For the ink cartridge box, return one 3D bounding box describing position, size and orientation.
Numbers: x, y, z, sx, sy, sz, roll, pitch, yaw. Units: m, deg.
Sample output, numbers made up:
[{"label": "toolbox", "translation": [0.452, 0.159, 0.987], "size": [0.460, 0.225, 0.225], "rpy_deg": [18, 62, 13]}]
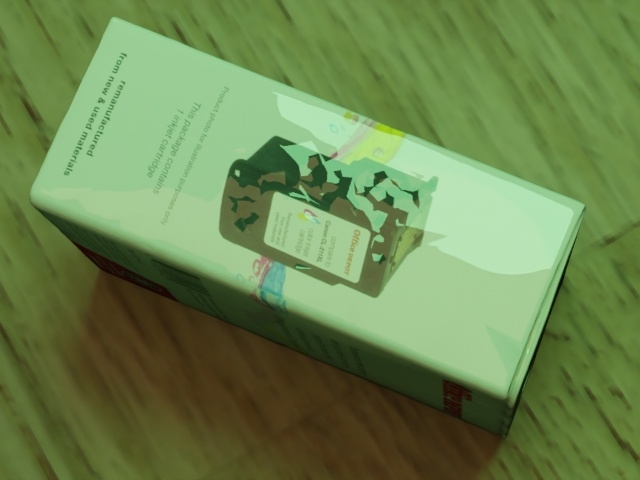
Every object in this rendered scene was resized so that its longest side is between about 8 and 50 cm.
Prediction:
[{"label": "ink cartridge box", "translation": [0.000, 0.000, 0.656], "size": [0.175, 0.127, 0.072], "rpy_deg": [22, 80, 8]}]
